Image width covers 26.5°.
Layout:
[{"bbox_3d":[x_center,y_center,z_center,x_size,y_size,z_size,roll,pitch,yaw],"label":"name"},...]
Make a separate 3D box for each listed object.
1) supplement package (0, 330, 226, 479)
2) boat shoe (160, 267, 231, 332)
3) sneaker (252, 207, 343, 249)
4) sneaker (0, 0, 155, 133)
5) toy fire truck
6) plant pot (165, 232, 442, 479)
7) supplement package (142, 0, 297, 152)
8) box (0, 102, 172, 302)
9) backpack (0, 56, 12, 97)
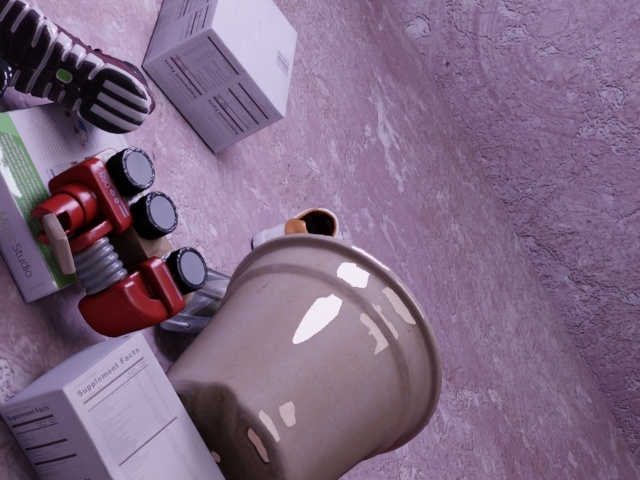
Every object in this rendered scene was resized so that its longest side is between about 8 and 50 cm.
[{"bbox_3d":[-0.227,0.248,1.549,0.139,0.133,0.244,-38,103,-46],"label":"supplement package"},{"bbox_3d":[-0.123,0.113,1.999,0.320,0.118,0.103,28,83,-59],"label":"boat shoe"},{"bbox_3d":[0.000,0.000,2.334,0.106,0.123,0.290,65,22,4],"label":"sneaker"},{"bbox_3d":[-0.340,-0.232,1.803,0.281,0.106,0.162,35,11,1],"label":"sneaker"},{"bbox_3d":[-0.261,0.020,1.613,0.246,0.158,0.217,-40,107,-53],"label":"toy fire truck"},{"bbox_3d":[-0.062,0.202,1.712,0.305,0.333,0.334,-39,104,-51],"label":"plant pot"},{"bbox_3d":[-0.161,-0.317,2.264,0.204,0.145,0.262,50,28,-30],"label":"supplement package"},{"bbox_3d":[-0.331,-0.066,1.776,0.232,0.058,0.322,65,22,-2],"label":"box"},{"bbox_3d":[-0.460,-0.205,1.549,0.182,0.152,0.115,40,26,-23],"label":"backpack"}]
